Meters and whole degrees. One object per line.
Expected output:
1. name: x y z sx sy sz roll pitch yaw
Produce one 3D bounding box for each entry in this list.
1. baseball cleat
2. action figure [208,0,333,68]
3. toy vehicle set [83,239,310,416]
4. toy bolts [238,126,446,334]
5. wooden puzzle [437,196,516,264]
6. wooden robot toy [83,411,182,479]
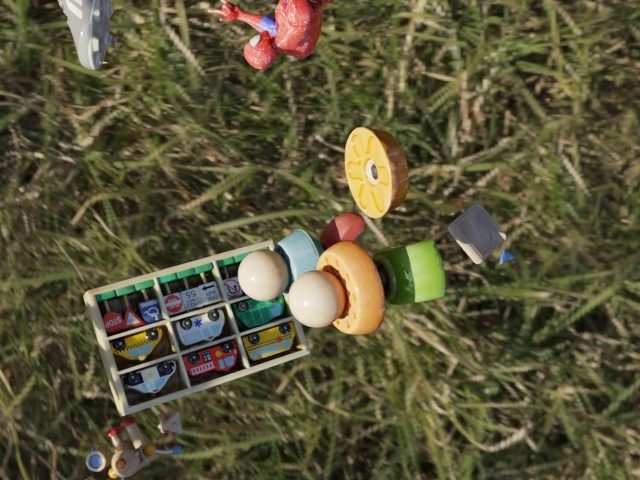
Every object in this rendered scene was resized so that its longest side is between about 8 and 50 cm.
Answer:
1. baseball cleat: -0.315 -0.317 1.388 0.110 0.072 0.205 1 93 7
2. action figure: -0.011 -0.291 1.135 0.139 0.091 0.280 32 68 14
3. toy vehicle set: -0.161 0.112 1.461 0.267 0.035 0.166 -16 83 -25
4. toy bolts: 0.000 0.000 1.226 0.159 0.228 0.218 -13 89 -25
5. wooden puzzle: 0.212 -0.011 1.504 0.079 0.014 0.116 -29 82 -37
6. wooden robot toy: -0.255 0.277 1.411 0.173 0.079 0.076 -35 84 7
